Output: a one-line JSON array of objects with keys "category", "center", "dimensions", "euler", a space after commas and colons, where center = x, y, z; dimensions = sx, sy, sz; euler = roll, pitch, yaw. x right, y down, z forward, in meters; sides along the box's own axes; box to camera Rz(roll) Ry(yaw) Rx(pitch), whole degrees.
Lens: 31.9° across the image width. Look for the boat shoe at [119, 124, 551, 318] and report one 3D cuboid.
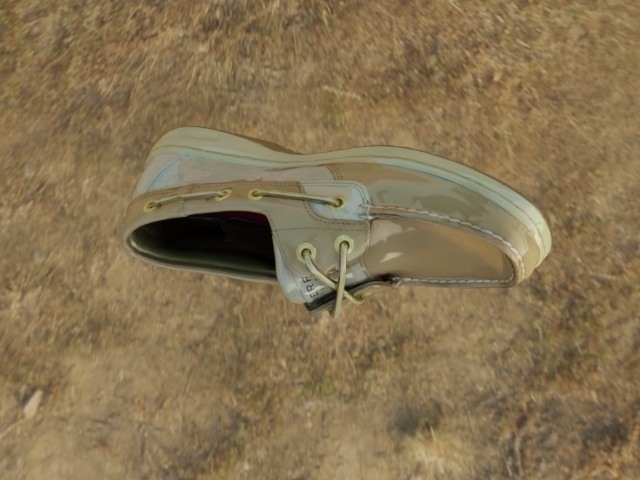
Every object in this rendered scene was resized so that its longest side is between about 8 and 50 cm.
[{"category": "boat shoe", "center": [0.000, 0.000, 0.336], "dimensions": [0.135, 0.045, 0.050], "euler": [8, 144, 29]}]
